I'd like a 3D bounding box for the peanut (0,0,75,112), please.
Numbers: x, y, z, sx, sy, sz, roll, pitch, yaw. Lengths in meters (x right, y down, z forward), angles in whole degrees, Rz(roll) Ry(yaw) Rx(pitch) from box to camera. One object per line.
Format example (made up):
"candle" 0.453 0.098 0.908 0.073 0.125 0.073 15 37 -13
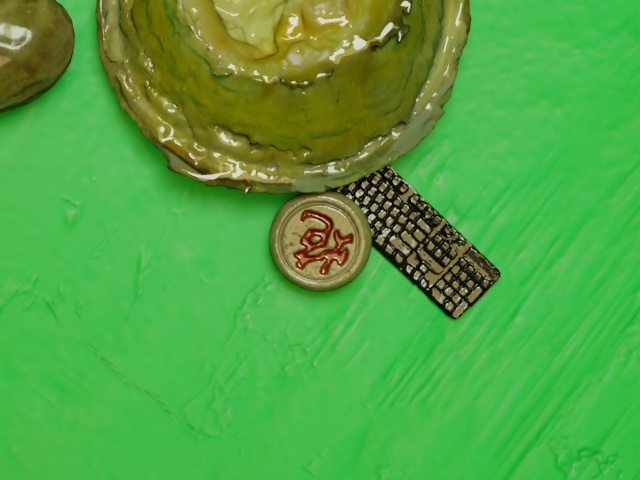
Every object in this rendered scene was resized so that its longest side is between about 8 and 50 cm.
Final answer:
"peanut" -0.301 -0.136 1.219 0.226 0.095 0.108 -22 73 -3

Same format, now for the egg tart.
"egg tart" -0.028 -0.186 1.227 0.315 0.120 0.315 0 80 -2

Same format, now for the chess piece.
"chess piece" 0.000 0.000 1.261 0.084 0.038 0.083 0 95 1

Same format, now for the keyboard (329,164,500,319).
"keyboard" 0.061 -0.019 1.284 0.195 0.018 0.060 43 88 -1
